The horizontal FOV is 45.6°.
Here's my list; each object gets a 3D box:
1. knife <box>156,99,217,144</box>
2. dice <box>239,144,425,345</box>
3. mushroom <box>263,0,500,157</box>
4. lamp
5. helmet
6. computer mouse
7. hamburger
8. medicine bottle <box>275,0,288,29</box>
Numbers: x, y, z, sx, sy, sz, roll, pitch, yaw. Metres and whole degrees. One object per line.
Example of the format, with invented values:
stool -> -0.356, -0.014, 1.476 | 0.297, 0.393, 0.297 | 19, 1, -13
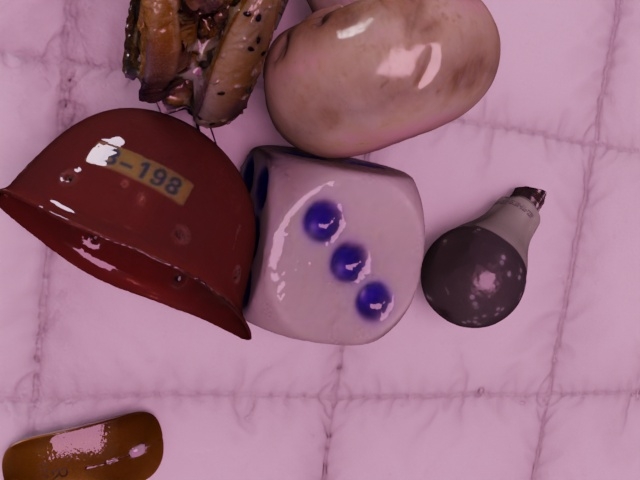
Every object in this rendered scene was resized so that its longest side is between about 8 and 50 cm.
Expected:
knife -> -0.220, -0.227, 1.169 | 0.072, 0.019, 0.245 | -22, 105, -13
dice -> 0.000, 0.000, 1.181 | 0.251, 0.243, 0.259 | 7, 100, -23
mushroom -> 0.078, -0.273, 1.132 | 0.353, 0.353, 0.325 | -58, 146, -3
lamp -> 0.314, 0.017, 1.339 | 0.314, 0.182, 0.182 | -44, 112, -9
helmet -> -0.221, -0.050, 1.048 | 0.384, 0.337, 0.230 | 25, 72, 0
computer mouse -> -0.367, 0.344, 1.195 | 0.245, 0.056, 0.126 | -9, 104, -22
hamburger -> -0.151, -0.333, 1.001 | 0.195, 0.277, 0.318 | 12, 64, -18
medicine bottle -> -0.073, -0.375, 1.182 | 0.047, 0.047, 0.083 | 23, 91, -24
